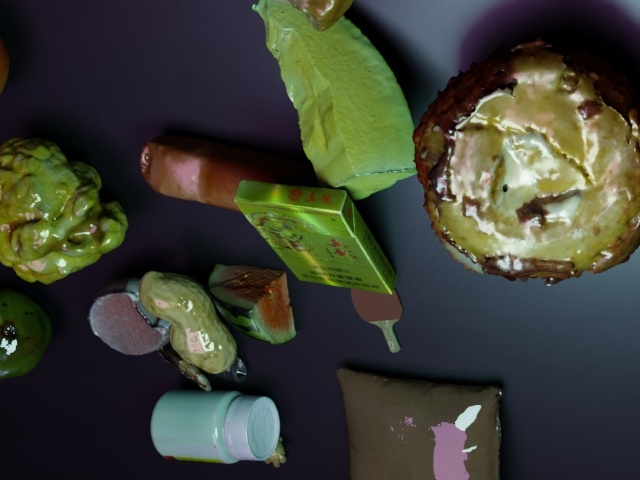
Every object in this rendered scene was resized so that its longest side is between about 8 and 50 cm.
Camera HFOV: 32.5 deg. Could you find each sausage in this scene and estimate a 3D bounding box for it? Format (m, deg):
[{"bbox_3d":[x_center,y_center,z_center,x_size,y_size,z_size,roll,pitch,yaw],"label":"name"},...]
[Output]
[{"bbox_3d":[-0.134,-0.100,1.783,0.348,0.094,0.097,14,115,20],"label":"sausage"}]

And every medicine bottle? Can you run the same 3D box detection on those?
[{"bbox_3d":[-0.204,0.358,2.118,0.225,0.139,0.139,-3,121,29],"label":"medicine bottle"}]

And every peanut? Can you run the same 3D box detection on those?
[{"bbox_3d":[-0.229,0.140,1.922,0.229,0.103,0.098,59,162,-21],"label":"peanut"}]

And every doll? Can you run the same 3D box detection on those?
[{"bbox_3d":[-0.098,0.426,2.171,0.062,0.051,0.093,20,131,5],"label":"doll"}]

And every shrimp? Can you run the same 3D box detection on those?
[{"bbox_3d":[-0.271,0.240,2.117,0.161,0.034,0.091,39,160,21],"label":"shrimp"}]

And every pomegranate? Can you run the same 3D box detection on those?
[{"bbox_3d":[-0.642,0.193,2.220,0.187,0.187,0.225,42,159,-6],"label":"pomegranate"}]

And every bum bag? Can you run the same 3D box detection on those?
[{"bbox_3d":[-0.217,0.166,2.039,0.123,0.060,0.248,9,129,29],"label":"bum bag"}]

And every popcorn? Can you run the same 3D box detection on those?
[{"bbox_3d":[-0.484,-0.054,1.911,0.242,0.235,0.250,-37,123,17],"label":"popcorn"}]

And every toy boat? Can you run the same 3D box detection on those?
[{"bbox_3d":[-0.344,0.133,2.049,0.155,0.085,0.227,49,140,-14],"label":"toy boat"}]

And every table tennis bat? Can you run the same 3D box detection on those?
[{"bbox_3d":[0.105,0.125,1.876,0.087,0.013,0.156,-9,117,29],"label":"table tennis bat"}]

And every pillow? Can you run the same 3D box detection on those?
[{"bbox_3d":[0.173,0.383,1.936,0.305,0.108,0.307,4,104,26],"label":"pillow"}]

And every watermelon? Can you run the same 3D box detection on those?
[{"bbox_3d":[-0.124,0.121,1.904,0.193,0.145,0.137,39,127,-2],"label":"watermelon"}]

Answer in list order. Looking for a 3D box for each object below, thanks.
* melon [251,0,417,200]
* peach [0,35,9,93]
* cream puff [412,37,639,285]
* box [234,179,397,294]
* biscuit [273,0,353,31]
[{"bbox_3d":[0.019,-0.220,1.586,0.196,0.124,0.323,-24,87,53],"label":"melon"},{"bbox_3d":[-0.638,-0.292,1.818,0.231,0.231,0.231,14,128,18],"label":"peach"},{"bbox_3d":[0.285,-0.102,1.472,0.351,0.228,0.350,2,109,4],"label":"cream puff"},{"bbox_3d":[0.000,0.000,1.713,0.173,0.043,0.311,8,158,22],"label":"box"},{"bbox_3d":[-0.046,-0.427,1.488,0.274,0.091,0.213,44,118,7],"label":"biscuit"}]
